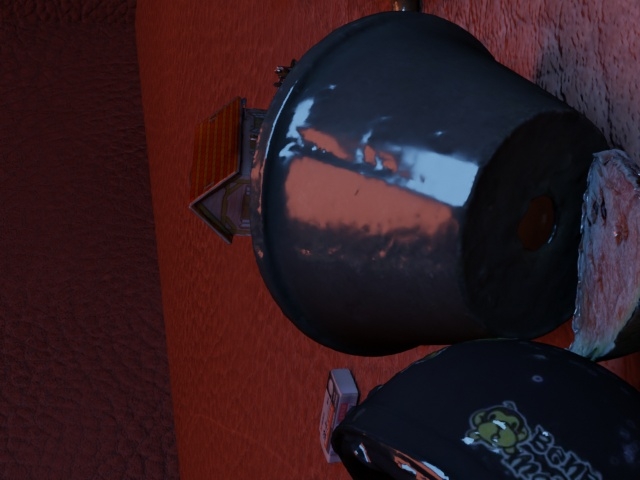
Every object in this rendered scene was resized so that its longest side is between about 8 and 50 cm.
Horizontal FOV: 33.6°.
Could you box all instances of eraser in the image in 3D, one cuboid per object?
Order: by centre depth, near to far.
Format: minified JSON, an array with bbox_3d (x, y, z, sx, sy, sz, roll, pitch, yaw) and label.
[{"bbox_3d":[0.023,0.227,1.373,0.052,0.029,0.122,-112,26,-53],"label":"eraser"}]

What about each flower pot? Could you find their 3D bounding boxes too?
[{"bbox_3d":[0.100,-0.028,0.755,0.166,0.269,0.268,16,108,52],"label":"flower pot"}]

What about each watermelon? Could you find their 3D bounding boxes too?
[{"bbox_3d":[0.202,0.000,0.653,0.187,0.071,0.139,100,169,-62],"label":"watermelon"}]

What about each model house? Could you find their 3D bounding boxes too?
[{"bbox_3d":[-0.105,-0.122,1.504,0.293,0.154,0.207,-95,12,-49],"label":"model house"}]

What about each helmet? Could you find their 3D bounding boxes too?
[{"bbox_3d":[0.148,0.161,0.644,0.279,0.160,0.230,33,159,22],"label":"helmet"}]

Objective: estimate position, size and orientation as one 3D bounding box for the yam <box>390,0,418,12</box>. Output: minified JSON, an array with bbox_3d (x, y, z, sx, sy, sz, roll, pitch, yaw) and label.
[{"bbox_3d":[0.087,-0.210,1.101,0.032,0.032,0.145,-170,78,-74],"label":"yam"}]
